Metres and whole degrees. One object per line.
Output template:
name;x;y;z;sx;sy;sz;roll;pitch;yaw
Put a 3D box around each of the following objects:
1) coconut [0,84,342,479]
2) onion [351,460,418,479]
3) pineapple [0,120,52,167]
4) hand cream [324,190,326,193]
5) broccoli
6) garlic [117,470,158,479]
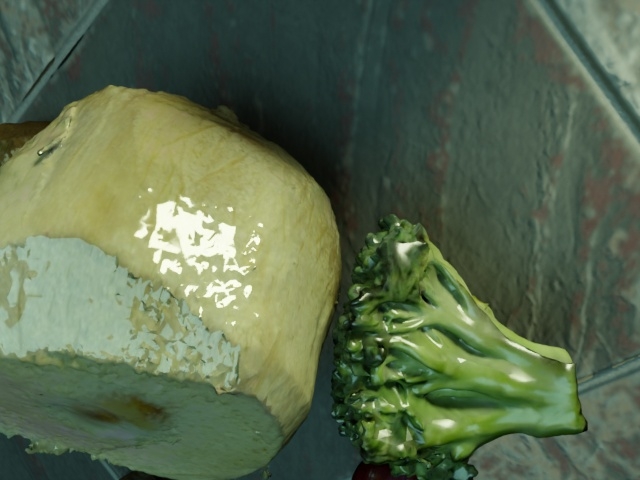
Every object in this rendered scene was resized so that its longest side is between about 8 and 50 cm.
coconut;-0.163;0.028;0.659;0.404;0.404;0.405;9;113;21
onion;0.099;0.326;0.786;0.131;0.131;0.131;9;113;21
pineapple;-0.379;-0.038;0.861;0.128;0.128;0.248;13;120;19
hand cream;0.000;0.000;0.755;0.036;0.023;0.122;-1;106;28
broccoli;0.134;0.118;0.630;0.245;0.248;0.288;3;155;16
garlic;-0.245;0.559;0.971;0.245;0.231;0.340;-7;101;24
